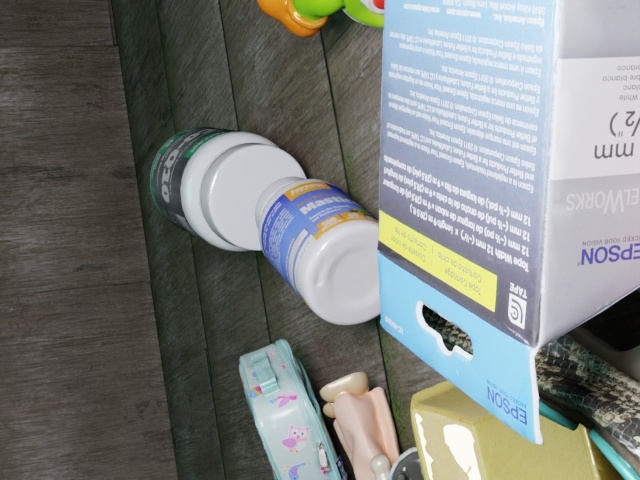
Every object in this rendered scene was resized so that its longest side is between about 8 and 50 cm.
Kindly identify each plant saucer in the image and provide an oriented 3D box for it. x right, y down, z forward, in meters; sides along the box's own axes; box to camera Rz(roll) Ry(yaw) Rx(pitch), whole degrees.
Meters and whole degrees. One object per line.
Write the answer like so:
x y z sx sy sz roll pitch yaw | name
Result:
0.227 0.288 1.076 0.333 0.081 0.332 138 123 -62 | plant saucer

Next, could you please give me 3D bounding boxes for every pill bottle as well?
0.000 0.000 1.495 0.272 0.152 0.152 -136 45 -58 | pill bottle
-0.161 -0.091 1.815 0.361 0.204 0.204 -161 68 -66 | pill bottle

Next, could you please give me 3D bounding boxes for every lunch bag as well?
-0.047 0.288 1.651 0.279 0.108 0.224 -128 20 -70 | lunch bag

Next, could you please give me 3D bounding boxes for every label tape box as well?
0.141 -0.065 0.765 0.249 0.115 0.347 -145 51 -64 | label tape box

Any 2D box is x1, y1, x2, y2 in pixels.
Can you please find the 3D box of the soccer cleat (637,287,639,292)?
0.302 0.031 0.906 0.035 0.029 0.083 68 158 16 | soccer cleat

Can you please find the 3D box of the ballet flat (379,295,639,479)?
0.249 0.115 0.845 0.483 0.164 0.182 38 92 38 | ballet flat

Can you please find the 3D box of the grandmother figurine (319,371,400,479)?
0.093 0.351 1.435 0.208 0.104 0.342 66 -179 -59 | grandmother figurine

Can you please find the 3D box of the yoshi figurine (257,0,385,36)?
0.037 -0.378 1.263 0.362 0.203 0.203 172 99 -66 | yoshi figurine

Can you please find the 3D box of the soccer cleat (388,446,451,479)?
0.168 0.411 1.263 0.143 0.116 0.331 73 -178 -74 | soccer cleat
